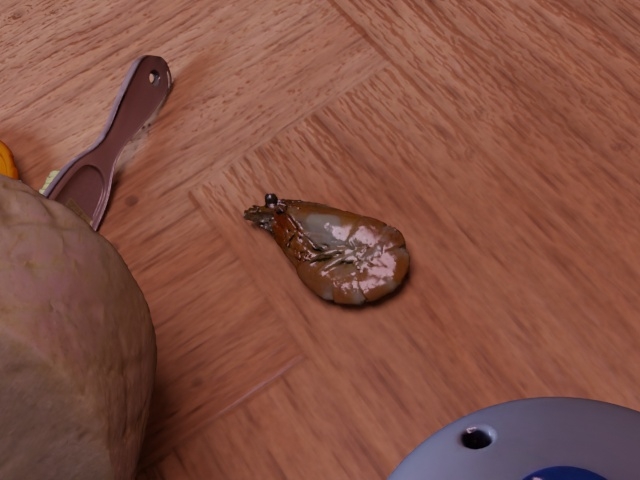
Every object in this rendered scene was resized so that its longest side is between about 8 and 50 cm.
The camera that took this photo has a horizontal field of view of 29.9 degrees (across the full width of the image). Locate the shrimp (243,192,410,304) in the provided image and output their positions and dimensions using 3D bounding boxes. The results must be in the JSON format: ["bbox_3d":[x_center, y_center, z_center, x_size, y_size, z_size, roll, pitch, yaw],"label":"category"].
[{"bbox_3d":[0.000,0.000,1.103,0.184,0.043,0.091,29,72,32],"label":"shrimp"}]

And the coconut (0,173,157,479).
[{"bbox_3d":[-0.326,0.139,0.922,0.415,0.345,0.415,-23,25,11],"label":"coconut"}]

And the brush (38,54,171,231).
[{"bbox_3d":[-0.244,-0.075,1.230,0.067,0.072,0.313,1,54,36],"label":"brush"}]

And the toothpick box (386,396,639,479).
[{"bbox_3d":[0.137,0.245,0.656,0.263,0.355,0.263,-2,48,2],"label":"toothpick box"}]

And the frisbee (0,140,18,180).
[{"bbox_3d":[-0.406,-0.036,1.271,0.192,0.035,0.192,-9,53,12],"label":"frisbee"}]
